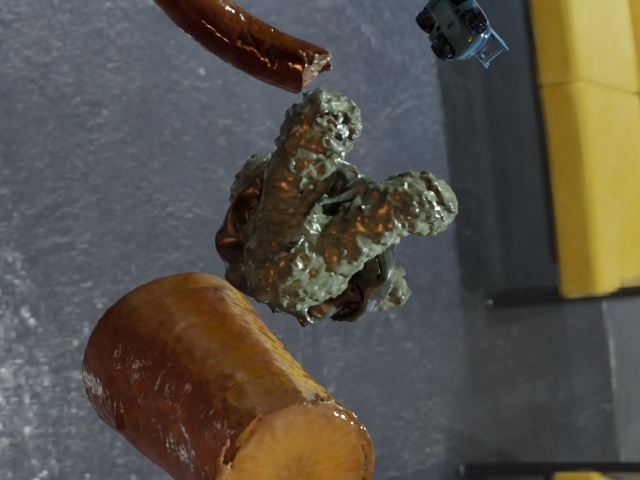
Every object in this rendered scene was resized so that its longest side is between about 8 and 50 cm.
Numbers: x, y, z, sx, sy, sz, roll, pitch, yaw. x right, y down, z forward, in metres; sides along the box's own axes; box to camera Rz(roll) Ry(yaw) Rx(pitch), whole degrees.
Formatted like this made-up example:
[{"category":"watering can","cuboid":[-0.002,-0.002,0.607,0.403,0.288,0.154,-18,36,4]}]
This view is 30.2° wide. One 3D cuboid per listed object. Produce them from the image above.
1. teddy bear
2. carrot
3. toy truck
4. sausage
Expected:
[{"category":"teddy bear","cuboid":[-0.009,0.011,0.745,0.133,0.213,0.111,39,59,1]},{"category":"carrot","cuboid":[-0.088,0.163,1.067,0.196,0.254,0.196,-12,118,-24]},{"category":"toy truck","cuboid":[0.139,-0.198,1.123,0.090,0.056,0.073,13,43,-52]},{"category":"sausage","cuboid":[-0.124,-0.289,1.560,0.302,0.103,0.076,34,44,-7]}]
